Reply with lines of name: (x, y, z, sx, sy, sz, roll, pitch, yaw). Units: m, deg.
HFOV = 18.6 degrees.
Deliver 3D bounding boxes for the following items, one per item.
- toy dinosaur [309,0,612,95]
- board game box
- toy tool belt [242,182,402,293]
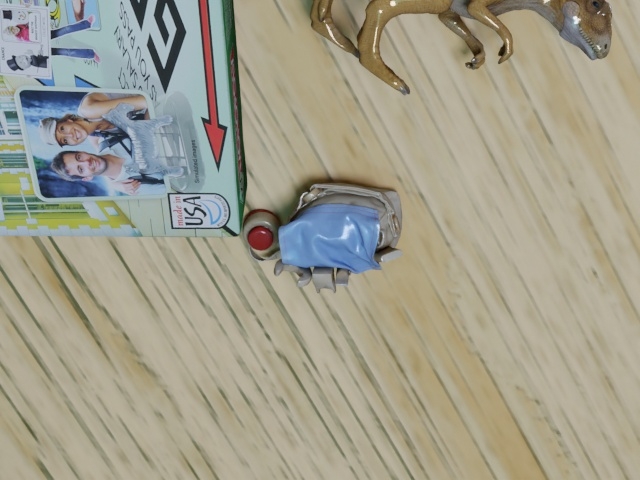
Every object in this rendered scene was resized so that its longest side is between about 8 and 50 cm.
toy dinosaur: (0.037, -0.136, 0.895, 0.211, 0.064, 0.112, 31, 99, -23)
board game box: (-0.148, -0.136, 0.874, 0.213, 0.046, 0.317, 0, 130, 4)
toy tool belt: (0.000, 0.000, 0.967, 0.083, 0.051, 0.052, -6, 118, 8)
